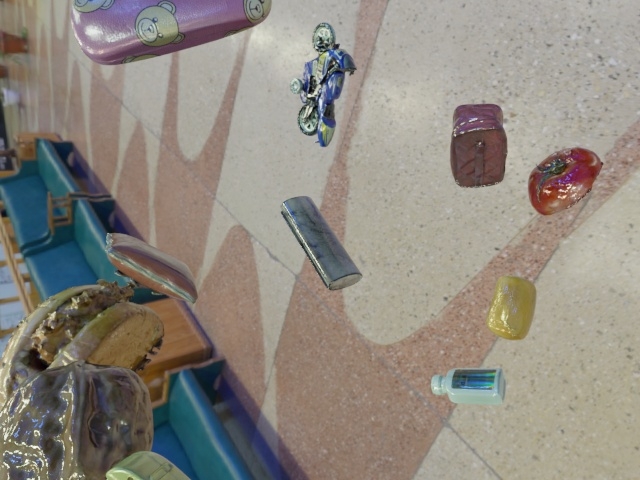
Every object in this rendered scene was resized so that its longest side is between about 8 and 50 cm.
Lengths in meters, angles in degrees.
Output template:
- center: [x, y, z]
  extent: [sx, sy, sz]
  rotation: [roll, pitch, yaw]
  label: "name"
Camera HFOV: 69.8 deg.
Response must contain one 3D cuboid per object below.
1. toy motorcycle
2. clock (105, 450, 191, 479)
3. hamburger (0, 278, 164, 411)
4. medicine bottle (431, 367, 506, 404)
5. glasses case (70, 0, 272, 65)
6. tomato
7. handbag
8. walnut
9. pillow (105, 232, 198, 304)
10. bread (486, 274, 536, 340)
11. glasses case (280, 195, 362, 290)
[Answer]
- center: [0.014, -0.421, 1.259]
  extent: [0.169, 0.113, 0.315]
  rotation: [33, 123, 36]
  label: "toy motorcycle"
- center: [-0.210, 0.366, 0.494]
  extent: [0.170, 0.069, 0.231]
  rotation: [36, 90, 9]
  label: "clock"
- center: [-0.605, 0.241, 1.166]
  extent: [0.269, 0.445, 0.286]
  rotation: [21, 118, 11]
  label: "hamburger"
- center: [0.486, 0.480, 1.518]
  extent: [0.229, 0.121, 0.083]
  rotation: [-11, 116, 33]
  label: "medicine bottle"
- center: [-0.236, -0.374, 0.739]
  extent: [0.076, 0.317, 0.123]
  rotation: [119, 132, -82]
  label: "glasses case"
- center: [0.710, -0.193, 1.375]
  extent: [0.101, 0.227, 0.228]
  rotation: [39, 140, -15]
  label: "tomato"
- center: [0.432, -0.256, 1.263]
  extent: [0.147, 0.135, 0.225]
  rotation: [-1, 139, 16]
  label: "handbag"
- center: [-0.442, 0.354, 0.840]
  extent: [0.273, 0.274, 0.227]
  rotation: [61, 171, 23]
  label: "walnut"
- center: [-0.321, 0.052, 0.862]
  extent: [0.075, 0.179, 0.171]
  rotation: [-57, 26, -2]
  label: "pillow"
- center: [0.640, 0.221, 1.514]
  extent: [0.098, 0.148, 0.217]
  rotation: [155, 131, -77]
  label: "bread"
- center: [0.000, 0.000, 1.276]
  extent: [0.299, 0.114, 0.060]
  rotation: [58, 142, 30]
  label: "glasses case"
